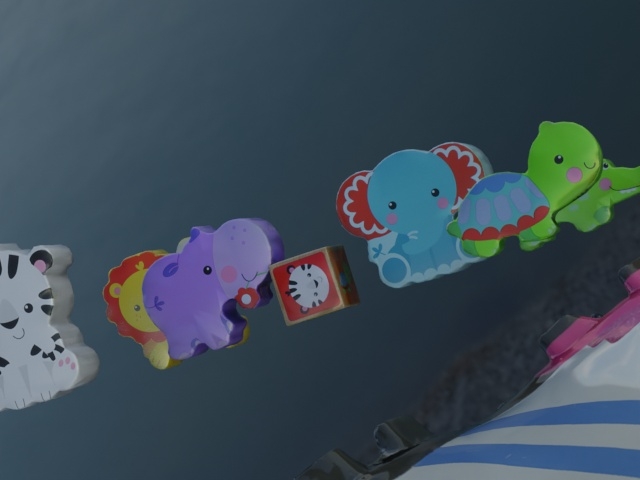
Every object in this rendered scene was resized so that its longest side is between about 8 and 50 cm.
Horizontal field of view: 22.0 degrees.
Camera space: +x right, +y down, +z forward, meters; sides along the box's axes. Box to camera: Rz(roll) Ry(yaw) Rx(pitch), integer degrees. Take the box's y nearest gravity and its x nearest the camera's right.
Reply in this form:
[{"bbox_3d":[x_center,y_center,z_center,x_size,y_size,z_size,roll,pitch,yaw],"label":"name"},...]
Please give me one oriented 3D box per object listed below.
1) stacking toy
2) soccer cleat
[{"bbox_3d":[0.000,0.000,0.568,0.221,0.167,0.052,-18,87,14],"label":"stacking toy"},{"bbox_3d":[0.116,0.112,0.687,0.143,0.331,0.116,47,138,18],"label":"soccer cleat"}]
